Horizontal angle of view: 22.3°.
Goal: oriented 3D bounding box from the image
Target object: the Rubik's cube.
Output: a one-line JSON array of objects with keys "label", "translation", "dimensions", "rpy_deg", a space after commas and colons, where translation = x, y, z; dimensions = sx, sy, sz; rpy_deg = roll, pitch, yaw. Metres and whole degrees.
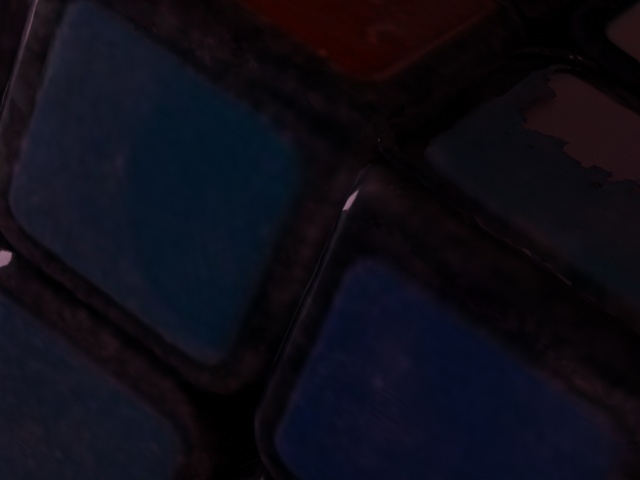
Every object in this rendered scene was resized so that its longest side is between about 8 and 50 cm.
[{"label": "Rubik's cube", "translation": [0.000, 0.000, 0.647], "dimensions": [0.363, 0.359, 0.362], "rpy_deg": [-39, -24, -49]}]
